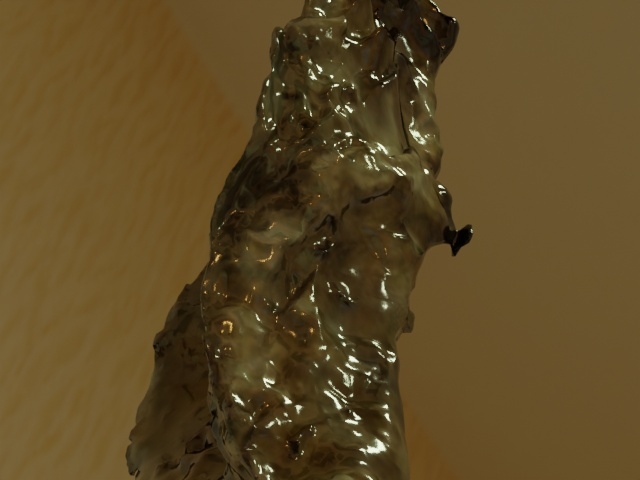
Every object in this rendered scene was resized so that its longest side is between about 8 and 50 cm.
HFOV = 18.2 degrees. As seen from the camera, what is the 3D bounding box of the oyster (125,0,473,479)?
[{"bbox_3d":[-0.010,0.025,0.832,0.111,0.396,0.204,18,-46,-10],"label":"oyster"}]
